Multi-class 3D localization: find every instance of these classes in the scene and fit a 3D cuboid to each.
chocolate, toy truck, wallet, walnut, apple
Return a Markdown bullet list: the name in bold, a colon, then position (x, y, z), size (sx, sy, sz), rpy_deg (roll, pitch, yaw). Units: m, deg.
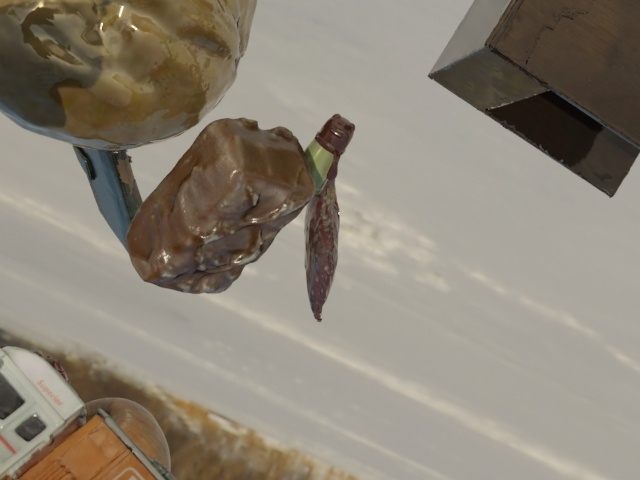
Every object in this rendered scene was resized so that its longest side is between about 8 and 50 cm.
- **chocolate**: position (-0.107, -0.031, 1.371), size (0.148, 0.214, 0.093), rpy_deg (10, -136, -46)
- **toy truck**: position (-0.265, 0.290, 1.305), size (0.387, 0.207, 0.173), rpy_deg (46, 158, 9)
- **wallet**: position (-0.320, -0.102, 1.825), size (0.169, 0.044, 0.317), rpy_deg (45, 159, 33)
- **walnut**: position (-0.259, -0.285, 1.471), size (0.381, 0.381, 0.381), rpy_deg (24, 170, 5)
- **apple**: position (-0.357, 0.373, 2.050), size (0.211, 0.211, 0.188), rpy_deg (16, 131, 41)

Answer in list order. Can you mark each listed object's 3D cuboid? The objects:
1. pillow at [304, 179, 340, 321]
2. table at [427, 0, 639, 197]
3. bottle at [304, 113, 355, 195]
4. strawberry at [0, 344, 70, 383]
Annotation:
- **pillow**: position (0.000, 0.000, 1.528), size (0.043, 0.185, 0.118), rpy_deg (9, 130, -7)
- **table**: position (0.313, -0.205, 1.388), size (0.282, 0.196, 0.250), rpy_deg (32, 174, -7)
- **bottle**: position (0.006, -0.102, 1.439), size (0.063, 0.101, 0.047), rpy_deg (45, -155, 23)
- **strawberry**: position (-0.419, 0.254, 1.841), size (0.087, 0.208, 0.167), rpy_deg (-22, -152, -33)
